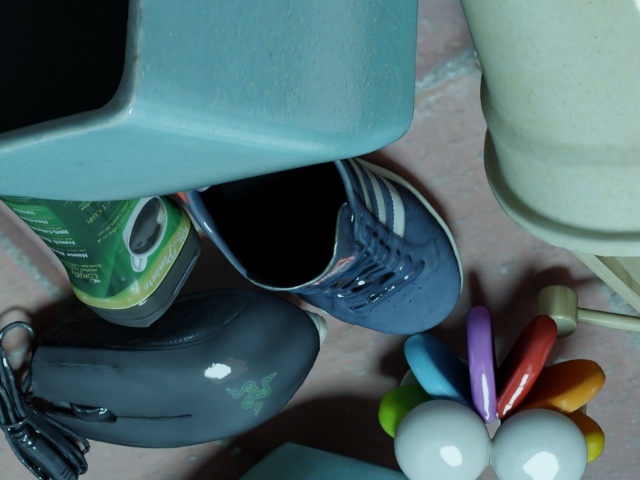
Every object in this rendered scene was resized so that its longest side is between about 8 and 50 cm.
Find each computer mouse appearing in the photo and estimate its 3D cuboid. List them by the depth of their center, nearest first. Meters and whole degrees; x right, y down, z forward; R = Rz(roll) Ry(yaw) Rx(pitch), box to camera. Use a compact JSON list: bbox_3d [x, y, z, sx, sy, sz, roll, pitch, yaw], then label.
[{"bbox_3d":[-0.129,0.117,1.417,0.272,0.072,0.188,-16,132,14],"label":"computer mouse"}]

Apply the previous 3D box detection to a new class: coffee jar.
[{"bbox_3d":[-0.156,-0.024,1.321,0.096,0.079,0.184,-61,140,-27],"label":"coffee jar"}]

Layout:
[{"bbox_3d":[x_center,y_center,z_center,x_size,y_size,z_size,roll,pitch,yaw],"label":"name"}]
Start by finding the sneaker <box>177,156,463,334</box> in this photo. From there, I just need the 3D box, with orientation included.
[{"bbox_3d":[0.000,0.000,1.371,0.131,0.148,0.350,-41,132,13],"label":"sneaker"}]

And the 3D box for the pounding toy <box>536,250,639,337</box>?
[{"bbox_3d":[0.258,0.002,1.527,0.206,0.094,0.181,-24,138,29],"label":"pounding toy"}]

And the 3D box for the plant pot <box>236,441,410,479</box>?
[{"bbox_3d":[0.011,0.274,1.555,0.290,0.290,0.195,18,83,-34],"label":"plant pot"}]

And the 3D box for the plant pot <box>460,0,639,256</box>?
[{"bbox_3d":[0.200,-0.212,1.189,0.333,0.334,0.305,-29,123,3],"label":"plant pot"}]

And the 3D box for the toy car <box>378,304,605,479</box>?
[{"bbox_3d":[0.138,0.120,1.519,0.182,0.159,0.136,5,108,4],"label":"toy car"}]

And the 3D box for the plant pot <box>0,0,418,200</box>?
[{"bbox_3d":[-0.077,-0.142,1.110,0.252,0.247,0.247,14,164,-41],"label":"plant pot"}]

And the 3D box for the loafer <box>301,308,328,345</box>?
[{"bbox_3d":[-0.034,0.089,1.495,0.039,0.045,0.125,6,148,-45],"label":"loafer"}]
